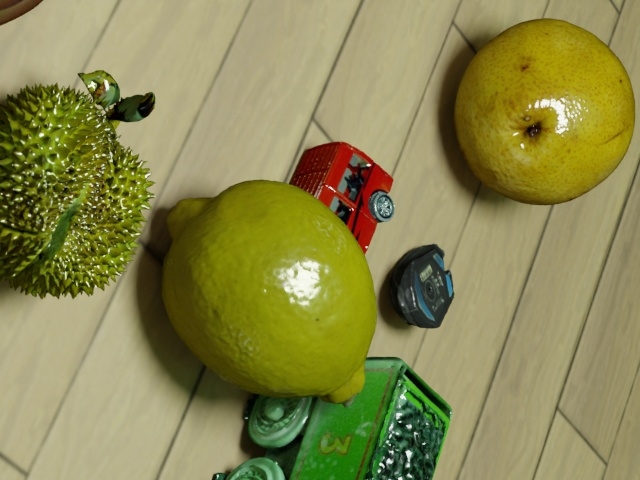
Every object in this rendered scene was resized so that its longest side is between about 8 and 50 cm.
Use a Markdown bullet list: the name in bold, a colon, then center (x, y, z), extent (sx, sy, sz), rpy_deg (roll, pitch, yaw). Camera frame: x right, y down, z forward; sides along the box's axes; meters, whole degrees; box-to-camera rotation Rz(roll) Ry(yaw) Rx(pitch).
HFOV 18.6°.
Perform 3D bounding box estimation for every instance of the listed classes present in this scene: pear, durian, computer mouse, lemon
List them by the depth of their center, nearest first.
- **durian**: center (-0.228, -0.047, 1.627), extent (0.159, 0.146, 0.198), rpy_deg (12, 67, -48)
- **lemon**: center (-0.041, 0.050, 1.808), extent (0.248, 0.184, 0.184), rpy_deg (46, 49, -6)
- **computer mouse**: center (0.107, 0.051, 2.118), extent (0.135, 0.047, 0.079), rpy_deg (-44, 116, -56)
- **pear**: center (0.244, -0.139, 2.174), extent (0.209, 0.209, 0.209), rpy_deg (3, 86, -52)

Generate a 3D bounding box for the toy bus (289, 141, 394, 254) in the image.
- **toy bus**: center (0.000, 0.000, 1.961), extent (0.089, 0.081, 0.195), rpy_deg (42, 57, -31)

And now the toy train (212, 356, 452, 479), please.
- **toy train**: center (0.011, 0.225, 1.877), extent (0.132, 0.188, 0.243), rpy_deg (44, 56, -40)

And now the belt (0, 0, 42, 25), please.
- **belt**: center (-0.340, -0.261, 1.506), extent (0.338, 0.122, 0.217), rpy_deg (-5, 94, -52)
